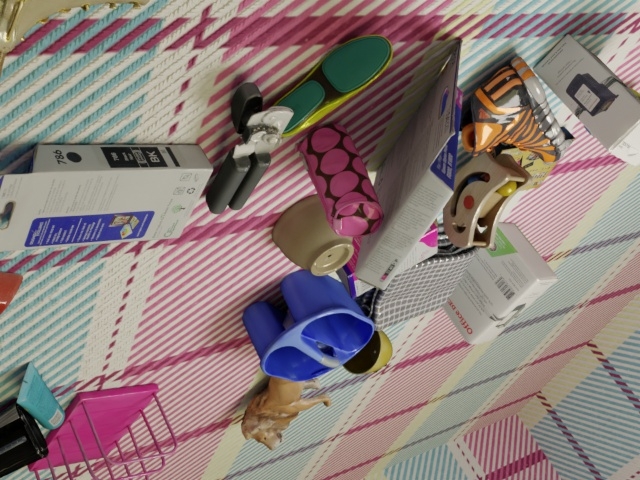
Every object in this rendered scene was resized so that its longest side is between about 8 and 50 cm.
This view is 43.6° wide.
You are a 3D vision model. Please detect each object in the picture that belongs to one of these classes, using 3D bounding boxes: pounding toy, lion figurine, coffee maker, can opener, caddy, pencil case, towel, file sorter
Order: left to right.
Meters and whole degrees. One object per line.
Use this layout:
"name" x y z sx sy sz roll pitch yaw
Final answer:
"coffee maker" -0.631 0.431 1.571 0.178 0.120 0.171 -26 108 -11
"file sorter" -0.481 0.486 1.787 0.202 0.182 0.291 3 136 -47
"can opener" -0.120 -0.139 1.278 0.074 0.093 0.280 -12 155 -29
"lion figurine" -0.082 0.375 2.096 0.240 0.142 0.392 -9 131 -23
"caddy" -0.019 0.214 1.826 0.241 0.179 0.341 -39 151 11
"pencil case" 0.030 -0.099 1.344 0.098 0.209 0.095 -5 136 -20
"towel" 0.228 0.087 1.928 0.283 0.121 0.235 -15 146 -31
"pounding toy" 0.303 -0.071 1.685 0.154 0.154 0.269 2 147 -33

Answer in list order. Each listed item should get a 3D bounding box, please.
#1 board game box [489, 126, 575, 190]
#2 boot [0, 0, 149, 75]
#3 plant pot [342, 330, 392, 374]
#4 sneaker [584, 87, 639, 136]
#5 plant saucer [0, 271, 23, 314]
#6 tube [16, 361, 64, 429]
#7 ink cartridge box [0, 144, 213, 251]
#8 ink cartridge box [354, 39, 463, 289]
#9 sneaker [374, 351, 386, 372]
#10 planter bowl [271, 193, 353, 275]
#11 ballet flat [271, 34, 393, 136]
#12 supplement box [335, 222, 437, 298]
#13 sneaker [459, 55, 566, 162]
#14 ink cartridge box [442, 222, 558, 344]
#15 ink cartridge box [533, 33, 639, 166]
"board game box" 0.446 -0.174 1.821 0.243 0.042 0.165 -11 145 -34
"boot" -0.295 -0.264 0.886 0.203 0.095 0.262 -10 140 -38
"plant pot" 0.125 0.270 1.985 0.095 0.134 0.134 19 124 -46
"sneaker" 0.630 -0.275 1.795 0.240 0.091 0.126 -8 144 -39
"plant saucer" -0.628 0.136 1.231 0.259 0.048 0.258 -43 150 21
"tube" -0.552 0.315 1.571 0.052 0.080 0.207 3 149 -1
"ink cartridge box" -0.336 -0.065 1.188 0.332 0.065 0.165 -6 142 -42
"ink cartridge box" 0.176 -0.131 1.371 0.071 0.324 0.330 26 130 -8
"sneaker" 0.137 0.258 2.105 0.107 0.124 0.283 -30 152 -5
"planter bowl" 0.000 0.000 1.579 0.162 0.109 0.162 -25 152 -14
"ballet flat" 0.015 -0.242 1.265 0.231 0.077 0.077 -35 173 11
"supplement box" 0.134 0.012 1.729 0.220 0.114 0.111 -27 151 -8
"sneaker" 0.373 -0.225 1.610 0.180 0.125 0.321 -34 141 12
"ink cartridge box" 0.454 0.115 2.121 0.114 0.198 0.273 -1 139 -46
"ink cartridge box" 0.553 -0.271 1.567 0.100 0.237 0.172 -46 149 25
